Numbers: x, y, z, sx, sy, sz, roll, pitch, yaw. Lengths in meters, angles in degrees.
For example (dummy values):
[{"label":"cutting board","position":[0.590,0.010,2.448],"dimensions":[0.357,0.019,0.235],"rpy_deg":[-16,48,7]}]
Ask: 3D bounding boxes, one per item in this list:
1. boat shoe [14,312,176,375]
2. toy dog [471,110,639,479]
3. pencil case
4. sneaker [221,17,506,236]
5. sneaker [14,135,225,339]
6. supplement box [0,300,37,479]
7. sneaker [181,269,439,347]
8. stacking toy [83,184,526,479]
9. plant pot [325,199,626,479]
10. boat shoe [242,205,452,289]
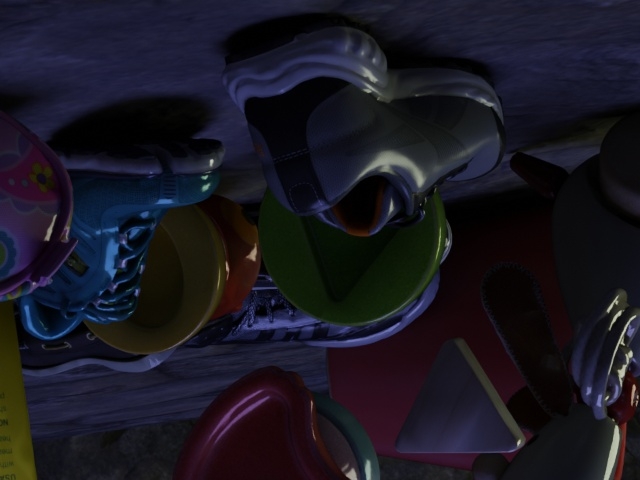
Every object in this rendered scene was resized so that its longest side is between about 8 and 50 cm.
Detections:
[{"label":"boat shoe","position":[-0.229,0.078,1.688],"dimensions":[0.228,0.068,0.081],"rpy_deg":[-5,-140,39]},{"label":"toy dog","position":[0.175,0.043,1.309],"dimensions":[0.161,0.220,0.333],"rpy_deg":[16,-137,21]},{"label":"pencil case","position":[-0.246,0.007,1.071],"dimensions":[0.124,0.124,0.284],"rpy_deg":[-3,170,-33]},{"label":"sneaker","position":[0.033,-0.051,1.048],"dimensions":[0.100,0.108,0.271],"rpy_deg":[-16,170,27]},{"label":"sneaker","position":[-0.134,-0.003,1.159],"dimensions":[0.107,0.110,0.275],"rpy_deg":[-4,169,-28]},{"label":"supplement box","position":[-0.360,0.210,1.457],"dimensions":[0.194,0.356,0.195],"rpy_deg":[-18,167,41]},{"label":"sneaker","position":[-0.043,0.045,1.512],"dimensions":[0.269,0.101,0.153],"rpy_deg":[-7,176,23]},{"label":"stacking toy","position":[-0.002,0.074,1.286],"dimensions":[0.280,0.309,0.130],"rpy_deg":[-24,174,20]},{"label":"plant pot","position":[0.145,0.095,1.637],"dimensions":[0.243,0.274,0.275],"rpy_deg":[-3,173,15]},{"label":"boat shoe","position":[0.000,0.000,1.437],"dimensions":[0.229,0.080,0.076],"rpy_deg":[0,170,-11]}]
